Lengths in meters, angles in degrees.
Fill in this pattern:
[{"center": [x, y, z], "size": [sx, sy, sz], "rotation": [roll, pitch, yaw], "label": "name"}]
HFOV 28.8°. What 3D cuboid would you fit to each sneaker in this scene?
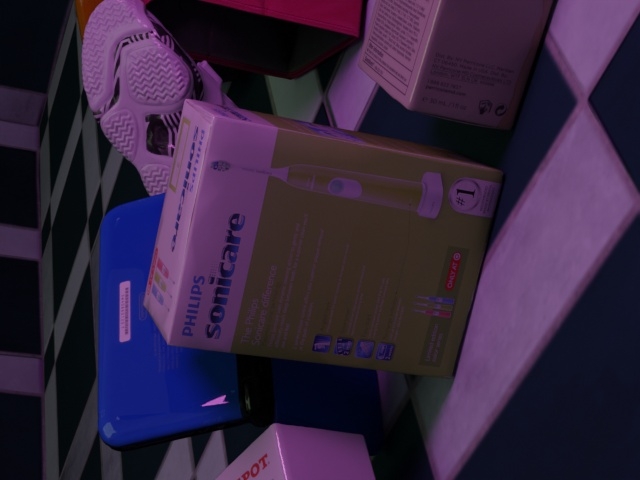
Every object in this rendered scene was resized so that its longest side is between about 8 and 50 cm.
[{"center": [-0.140, -0.135, 1.523], "size": [0.137, 0.210, 0.366], "rotation": [-30, 91, 27], "label": "sneaker"}]

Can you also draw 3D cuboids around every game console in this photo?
[{"center": [-0.087, 0.094, 1.321], "size": [0.173, 0.250, 0.293], "rotation": [60, -161, -52], "label": "game console"}]

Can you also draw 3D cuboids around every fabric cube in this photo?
[{"center": [-0.096, -0.377, 1.589], "size": [0.254, 0.259, 0.258], "rotation": [168, 110, -69], "label": "fabric cube"}]

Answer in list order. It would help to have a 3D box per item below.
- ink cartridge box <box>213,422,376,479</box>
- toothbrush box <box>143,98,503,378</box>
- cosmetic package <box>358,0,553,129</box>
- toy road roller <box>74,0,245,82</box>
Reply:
[{"center": [-0.025, 0.334, 1.143], "size": [0.197, 0.114, 0.273], "rotation": [-47, 43, 34], "label": "ink cartridge box"}, {"center": [0.000, 0.000, 1.157], "size": [0.122, 0.283, 0.206], "rotation": [-144, 64, -66], "label": "toothbrush box"}, {"center": [0.144, -0.275, 1.135], "size": [0.160, 0.113, 0.310], "rotation": [-124, 48, -61], "label": "cosmetic package"}, {"center": [-0.268, -0.354, 1.986], "size": [0.329, 0.240, 0.203], "rotation": [-135, 36, -69], "label": "toy road roller"}]
